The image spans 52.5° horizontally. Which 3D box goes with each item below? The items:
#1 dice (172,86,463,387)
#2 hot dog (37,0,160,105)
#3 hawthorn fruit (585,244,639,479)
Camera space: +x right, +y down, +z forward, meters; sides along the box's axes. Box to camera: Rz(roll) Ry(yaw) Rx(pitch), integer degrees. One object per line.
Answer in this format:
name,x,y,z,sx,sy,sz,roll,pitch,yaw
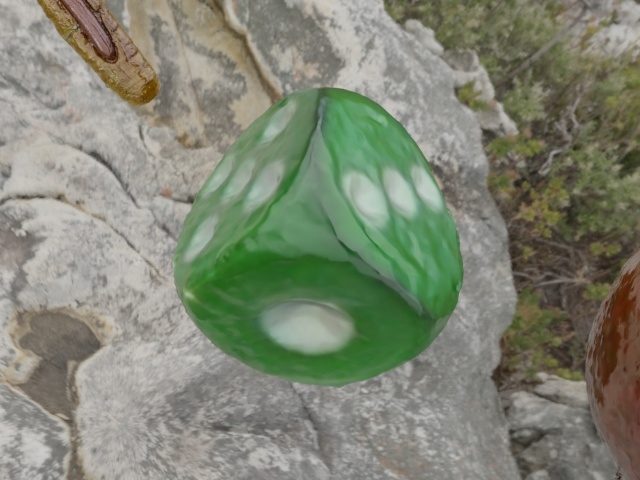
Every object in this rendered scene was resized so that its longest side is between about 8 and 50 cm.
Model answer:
dice,0.000,0.000,0.868,0.297,0.287,0.300,38,39,-29
hot dog,-0.270,-0.249,0.759,0.066,0.047,0.216,-36,114,-3
hawthorn fruit,0.304,0.055,0.332,0.295,0.295,0.311,37,90,-5
